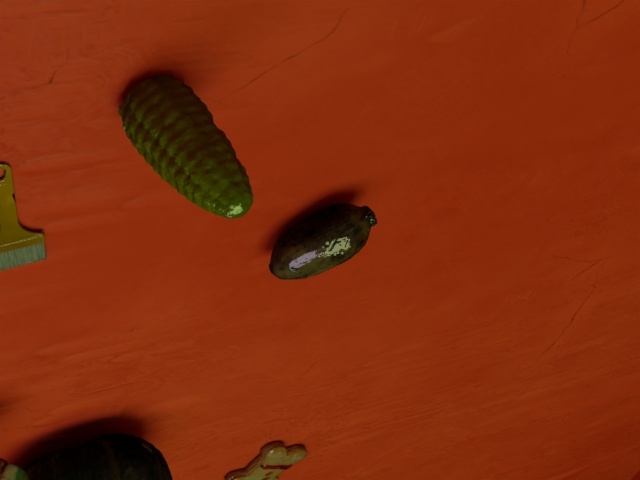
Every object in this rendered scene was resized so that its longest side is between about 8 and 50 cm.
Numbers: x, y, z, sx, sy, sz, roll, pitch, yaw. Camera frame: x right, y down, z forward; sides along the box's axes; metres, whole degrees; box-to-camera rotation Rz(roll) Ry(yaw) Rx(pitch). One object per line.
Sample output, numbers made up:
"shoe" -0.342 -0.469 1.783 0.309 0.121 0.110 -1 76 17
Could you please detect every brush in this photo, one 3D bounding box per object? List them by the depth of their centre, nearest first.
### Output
"brush" -0.384 -0.028 1.381 0.083 0.011 0.205 -15 147 -18

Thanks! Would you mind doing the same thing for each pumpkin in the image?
"pumpkin" -0.392 0.460 1.923 0.300 0.207 0.300 -19 148 -13

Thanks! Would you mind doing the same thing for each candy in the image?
"candy" -0.144 -0.099 1.269 0.096 0.209 0.097 -30 149 -20

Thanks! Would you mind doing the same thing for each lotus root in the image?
"lotus root" 0.000 0.000 1.650 0.179 0.089 0.081 -28 113 8

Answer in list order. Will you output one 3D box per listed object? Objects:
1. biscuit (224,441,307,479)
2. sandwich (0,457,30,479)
"biscuit" -0.133 0.497 2.359 0.234 0.030 0.153 -41 145 21
"sandwich" -0.569 0.330 1.589 0.250 0.162 0.301 1 137 10
